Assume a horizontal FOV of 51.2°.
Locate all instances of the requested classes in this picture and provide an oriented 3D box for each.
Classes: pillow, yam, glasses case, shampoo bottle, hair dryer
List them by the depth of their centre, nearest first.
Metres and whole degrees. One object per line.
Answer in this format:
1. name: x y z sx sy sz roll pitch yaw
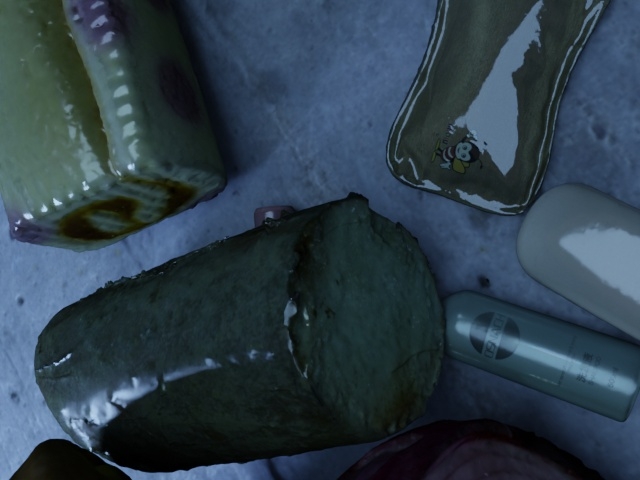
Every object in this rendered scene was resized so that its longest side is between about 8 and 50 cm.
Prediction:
1. glasses case: 0.231 0.032 0.447 0.204 0.051 0.081 33 103 20
2. shampoo bottle: 0.130 0.072 0.491 0.195 0.056 0.056 17 98 22
3. pillow: 0.130 -0.134 0.497 0.130 0.033 0.217 22 100 21
4. yam: -0.072 0.084 0.502 0.304 0.168 0.168 -21 83 34
5. hair dryer: 0.000 0.000 0.561 0.114 0.037 0.063 -4 89 16

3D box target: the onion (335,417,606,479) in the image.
1. onion: 0.090 0.255 0.418 0.256 0.272 0.230 59 144 22

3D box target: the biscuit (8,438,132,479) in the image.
1. biscuit: -0.051 0.294 0.422 0.070 0.394 0.350 -37 41 -16

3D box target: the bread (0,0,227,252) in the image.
1. bread: -0.214 -0.174 0.582 0.187 0.155 0.338 -22 81 16
